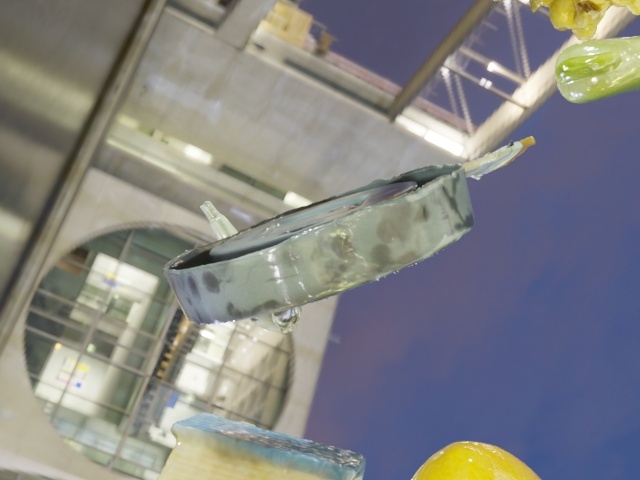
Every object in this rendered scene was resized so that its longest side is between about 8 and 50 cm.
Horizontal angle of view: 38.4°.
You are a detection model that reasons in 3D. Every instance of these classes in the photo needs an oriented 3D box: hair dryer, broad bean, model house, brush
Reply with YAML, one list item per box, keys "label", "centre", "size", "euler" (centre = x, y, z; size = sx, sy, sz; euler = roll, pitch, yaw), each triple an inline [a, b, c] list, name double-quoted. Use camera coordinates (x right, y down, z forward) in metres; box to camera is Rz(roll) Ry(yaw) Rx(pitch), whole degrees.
- label: "hair dryer"
  centre: [-0.086, 0.057, 1.334]
  size: [0.088, 0.224, 0.219]
  euler: [-35, -154, -8]
- label: "broad bean"
  centre: [0.395, -0.234, 1.225]
  size: [0.124, 0.175, 0.082]
  euler: [174, -99, -84]
- label: "model house"
  centre: [-0.086, 0.476, 1.424]
  size: [0.342, 0.335, 0.382]
  euler: [-67, 167, -56]
- label: "brush"
  centre: [0.212, -0.099, 1.276]
  size: [0.085, 0.020, 0.337]
  euler: [-38, 170, 36]

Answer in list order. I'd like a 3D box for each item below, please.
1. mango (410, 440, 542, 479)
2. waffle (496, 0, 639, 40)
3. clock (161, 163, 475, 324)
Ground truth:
- label: "mango"
  centre: [0.131, 0.385, 0.830]
  size: [0.300, 0.232, 0.445]
  euler: [-78, 172, -64]
- label: "waffle"
  centre: [0.183, -0.339, 0.771]
  size: [0.261, 0.324, 0.151]
  euler: [-44, 154, 9]
- label: "clock"
  centre: [0.000, 0.000, 0.948]
  size: [0.325, 0.325, 0.067]
  euler: [-170, -120, -76]
